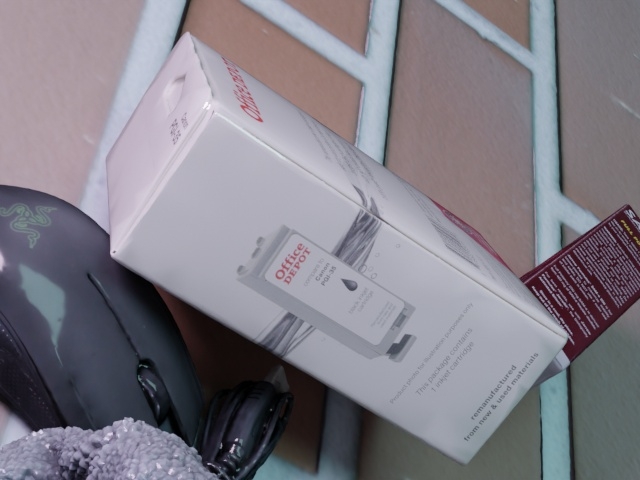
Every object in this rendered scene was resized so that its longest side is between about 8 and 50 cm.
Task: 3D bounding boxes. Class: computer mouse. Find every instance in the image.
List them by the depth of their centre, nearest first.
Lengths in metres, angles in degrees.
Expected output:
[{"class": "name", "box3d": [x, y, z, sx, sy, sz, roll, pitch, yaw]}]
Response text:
[{"class": "computer mouse", "box3d": [-0.128, 0.062, 0.762, 0.272, 0.072, 0.188, 47, 40, -9]}]

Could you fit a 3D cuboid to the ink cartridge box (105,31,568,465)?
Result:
[{"class": "ink cartridge box", "box3d": [0.000, 0.000, 0.851, 0.283, 0.117, 0.207, 33, 12, -20]}]

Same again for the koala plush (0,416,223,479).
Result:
[{"class": "koala plush", "box3d": [-0.127, 0.210, 0.576, 0.221, 0.203, 0.196, -39, 96, -36]}]

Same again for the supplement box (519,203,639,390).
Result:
[{"class": "supplement box", "box3d": [0.183, 0.061, 1.029, 0.073, 0.130, 0.239, 54, 39, 5]}]
